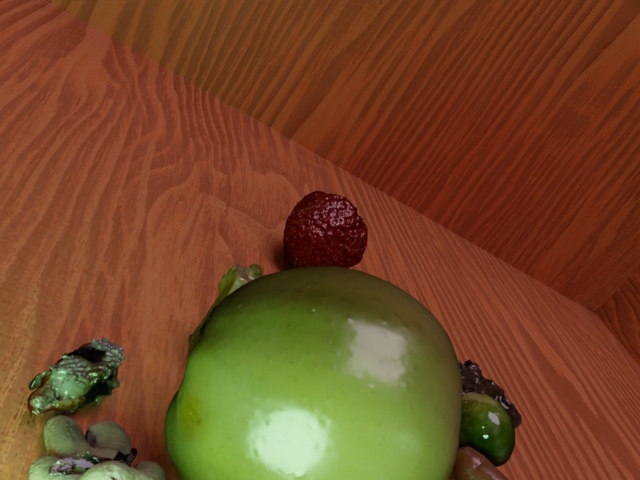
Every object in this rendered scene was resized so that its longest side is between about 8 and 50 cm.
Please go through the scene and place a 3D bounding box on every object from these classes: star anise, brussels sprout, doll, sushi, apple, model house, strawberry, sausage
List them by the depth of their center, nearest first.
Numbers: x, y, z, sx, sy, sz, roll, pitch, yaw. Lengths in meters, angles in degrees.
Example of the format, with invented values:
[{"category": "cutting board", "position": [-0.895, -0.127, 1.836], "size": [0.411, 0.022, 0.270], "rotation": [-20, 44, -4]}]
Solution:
[{"category": "doll", "position": [-0.297, 0.321, 0.975], "size": [0.175, 0.149, 0.278], "rotation": [-18, 32, -26]}, {"category": "sushi", "position": [-0.374, 0.218, 1.135], "size": [0.097, 0.103, 0.226], "rotation": [52, 21, -2]}, {"category": "apple", "position": [-0.005, 0.259, 1.144], "size": [0.474, 0.473, 0.473], "rotation": [30, 20, -12]}, {"category": "model house", "position": [-0.132, 0.176, 1.421], "size": [0.193, 0.234, 0.175], "rotation": [27, 20, -15]}, {"category": "sausage", "position": [0.431, 0.611, 1.522], "size": [0.419, 0.094, 0.094], "rotation": [47, 2, 34]}, {"category": "brussels sprout", "position": [0.394, 0.451, 1.718], "size": [0.180, 0.144, 0.161], "rotation": [54, 17, 25]}, {"category": "star anise", "position": [0.395, 0.412, 1.915], "size": [0.315, 0.108, 0.315], "rotation": [32, 16, -11]}, {"category": "strawberry", "position": [0.000, 0.000, 2.088], "size": [0.257, 0.257, 0.277], "rotation": [38, 52, 11]}]
